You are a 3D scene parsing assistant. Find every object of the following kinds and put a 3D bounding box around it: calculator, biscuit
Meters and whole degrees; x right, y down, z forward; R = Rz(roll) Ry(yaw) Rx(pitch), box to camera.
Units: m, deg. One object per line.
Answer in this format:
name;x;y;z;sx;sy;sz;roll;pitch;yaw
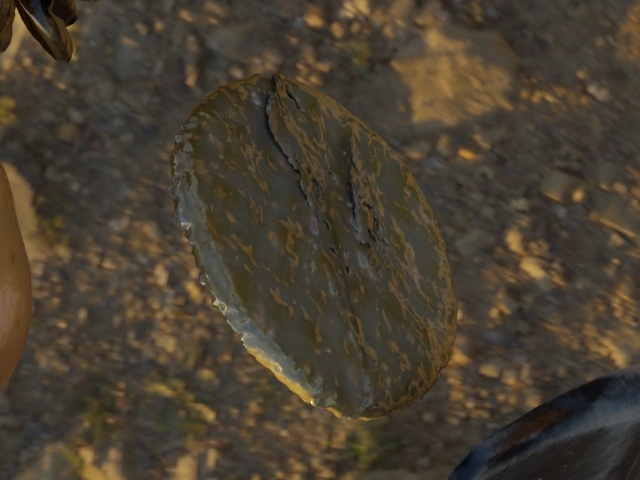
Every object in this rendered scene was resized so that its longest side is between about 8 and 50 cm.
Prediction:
calculator;0.157;0.175;1.338;0.040;0.268;0.177;44;132;33
biscuit;0.001;-0.001;1.046;0.033;0.220;0.219;-33;67;36

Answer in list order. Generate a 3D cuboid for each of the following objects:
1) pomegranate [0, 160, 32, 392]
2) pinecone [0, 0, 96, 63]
pomegranate;-0.368;0.011;1.130;0.412;0.411;0.411;-5;79;26
pinecone;-0.151;-0.133;0.499;0.212;0.185;0.168;15;81;-11
